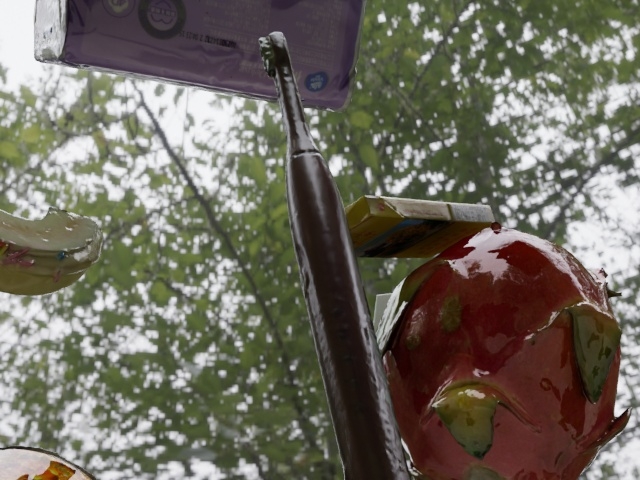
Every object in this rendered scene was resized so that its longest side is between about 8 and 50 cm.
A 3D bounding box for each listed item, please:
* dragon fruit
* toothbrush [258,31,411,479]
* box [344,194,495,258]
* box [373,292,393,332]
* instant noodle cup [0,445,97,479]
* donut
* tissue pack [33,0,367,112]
[{"bbox_3d":[0.141,0.109,0.746,0.224,0.227,0.224,21,-22,9],"label":"dragon fruit"},{"bbox_3d":[0.001,0.000,0.570,0.041,0.363,0.041,-9,-32,-6],"label":"toothbrush"},{"bbox_3d":[0.067,-0.009,0.783,0.155,0.023,0.087,2,-20,-41],"label":"box"},{"bbox_3d":[0.171,0.104,0.965,0.245,0.139,0.035,-7,-44,21],"label":"box"},{"bbox_3d":[-0.253,0.271,0.699,0.213,0.174,0.213,3,-72,8],"label":"instant noodle cup"},{"bbox_3d":[-0.276,0.001,0.791,0.166,0.108,0.065,24,-66,-12],"label":"donut"},{"bbox_3d":[-0.120,-0.281,0.991,0.338,0.160,0.242,6,-85,-32],"label":"tissue pack"}]
